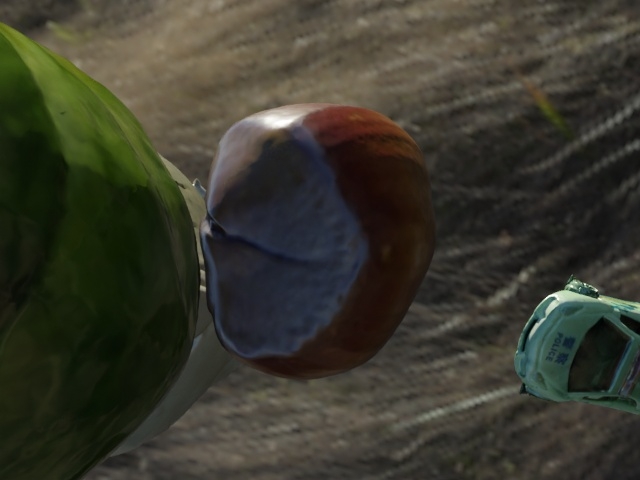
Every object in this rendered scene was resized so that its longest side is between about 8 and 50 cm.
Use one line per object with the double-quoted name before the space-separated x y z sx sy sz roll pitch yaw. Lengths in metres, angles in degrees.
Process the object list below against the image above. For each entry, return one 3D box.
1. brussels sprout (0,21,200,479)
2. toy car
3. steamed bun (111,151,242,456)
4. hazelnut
"brussels sprout" -0.185 -0.003 0.674 0.219 0.271 0.210 -42 5 9
"toy car" 0.210 0.086 1.275 0.058 0.186 0.093 33 103 42
"steamed bun" -0.189 0.055 1.642 0.247 0.236 0.383 -48 16 9
"hazelnut" -0.003 -0.001 1.344 0.181 0.181 0.212 -81 5 -79
